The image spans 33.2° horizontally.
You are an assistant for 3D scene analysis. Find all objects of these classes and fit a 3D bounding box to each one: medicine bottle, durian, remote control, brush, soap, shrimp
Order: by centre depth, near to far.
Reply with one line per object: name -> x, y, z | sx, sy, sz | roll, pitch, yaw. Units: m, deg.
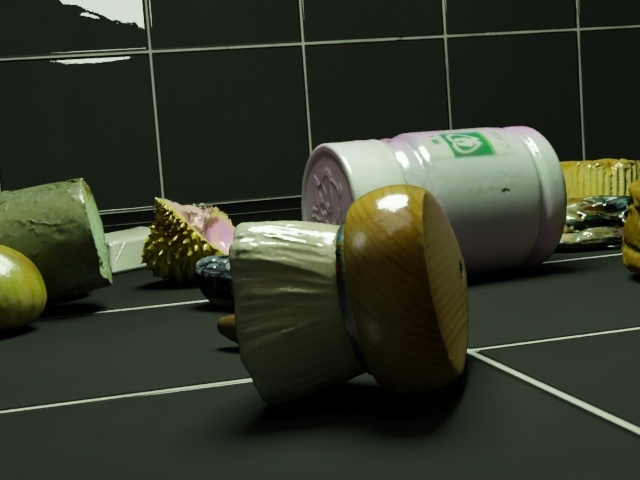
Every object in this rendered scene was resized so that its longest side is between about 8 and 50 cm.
brush -> 0.038, 0.048, 0.945 | 0.166, 0.174, 0.266 | -12, -2, 16
remote control -> -0.051, 0.063, 1.365 | 0.266, 0.066, 0.090 | 6, 25, 39
medicine bottle -> 0.157, -0.047, 1.508 | 0.325, 0.212, 0.212 | -8, 7, -21
durian -> -0.191, 0.002, 1.662 | 0.165, 0.132, 0.182 | 6, -6, -7
shrimp -> 0.475, -0.023, 1.788 | 0.365, 0.071, 0.233 | -2, 16, 10
soap -> -0.345, 0.016, 1.931 | 0.121, 0.064, 0.183 | 2, 9, 39

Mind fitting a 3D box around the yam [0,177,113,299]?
yam -> -0.420, 0.011, 1.464 | 0.268, 0.161, 0.161 | -10, 6, 5

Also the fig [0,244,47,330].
fig -> -0.417, 0.062, 1.328 | 0.136, 0.121, 0.153 | -6, -19, 31

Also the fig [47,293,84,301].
fig -> -0.389, 0.027, 1.601 | 0.128, 0.150, 0.128 | 28, -13, 7

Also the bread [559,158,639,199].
bread -> 0.496, -0.088, 2.008 | 0.179, 0.133, 0.250 | -9, 9, -43

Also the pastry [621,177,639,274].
pastry -> 0.507, -0.009, 1.375 | 0.235, 0.132, 0.240 | 4, 12, -7

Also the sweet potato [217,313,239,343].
sweet potato -> 0.004, 0.078, 1.094 | 0.243, 0.077, 0.077 | -6, 5, 13
